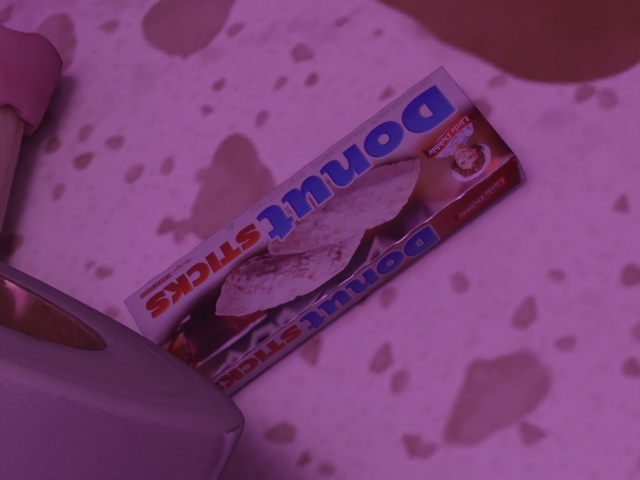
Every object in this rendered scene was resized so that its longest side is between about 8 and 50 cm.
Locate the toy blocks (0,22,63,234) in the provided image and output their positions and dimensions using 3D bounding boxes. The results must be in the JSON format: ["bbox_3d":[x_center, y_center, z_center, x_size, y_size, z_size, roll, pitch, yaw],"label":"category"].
[{"bbox_3d":[-0.316,-0.145,0.718,0.309,0.288,0.260,-1,70,26],"label":"toy blocks"}]

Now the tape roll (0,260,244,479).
[{"bbox_3d":[-0.170,0.086,0.535,0.246,0.246,0.169,25,91,32],"label":"tape roll"}]

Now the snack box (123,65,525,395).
[{"bbox_3d":[0.000,0.000,0.656,0.178,0.022,0.064,-36,54,3],"label":"snack box"}]
